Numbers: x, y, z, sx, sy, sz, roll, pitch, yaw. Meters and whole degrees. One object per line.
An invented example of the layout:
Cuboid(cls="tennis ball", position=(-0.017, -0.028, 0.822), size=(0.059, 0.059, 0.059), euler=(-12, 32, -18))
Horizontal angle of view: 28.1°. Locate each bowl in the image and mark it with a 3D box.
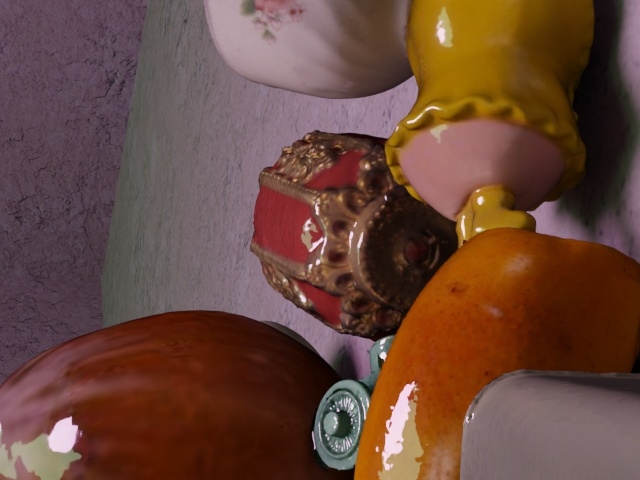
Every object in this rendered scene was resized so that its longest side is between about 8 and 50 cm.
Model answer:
Cuboid(cls="bowl", position=(0.048, -0.228, 1.008), size=(0.145, 0.277, 0.277), euler=(27, 122, 24))

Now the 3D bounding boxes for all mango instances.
Cuboid(cls="mango", position=(0.094, 0.128, 0.757), size=(0.257, 0.138, 0.187), euler=(-62, -21, -19))

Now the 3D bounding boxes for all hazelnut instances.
Cuboid(cls="hazelnut", position=(-0.121, 0.212, 1.088), size=(0.372, 0.372, 0.315), euler=(113, 160, -49))

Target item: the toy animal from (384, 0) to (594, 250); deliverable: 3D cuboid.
Cuboid(cls="toy animal", position=(0.111, -0.094, 0.866), size=(0.156, 0.156, 0.229), euler=(121, 152, -58))

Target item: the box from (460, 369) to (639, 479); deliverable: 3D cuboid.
Cuboid(cls="box", position=(0.177, 0.232, 0.517), size=(0.344, 0.177, 0.352), euler=(-179, 92, -75))

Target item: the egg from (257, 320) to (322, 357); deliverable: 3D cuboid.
Cuboid(cls="egg", position=(-0.065, 0.207, 1.340), size=(0.186, 0.187, 0.253), euler=(-149, 62, -72))

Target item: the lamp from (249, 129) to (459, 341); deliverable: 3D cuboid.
Cuboid(cls="lamp", position=(0.035, -0.008, 1.091), size=(0.274, 0.177, 0.177), euler=(-155, 70, -71))

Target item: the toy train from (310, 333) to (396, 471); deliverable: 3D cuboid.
Cuboid(cls="toy train", position=(0.087, 0.197, 0.892), size=(0.189, 0.126, 0.307), euler=(-38, 48, 48))
